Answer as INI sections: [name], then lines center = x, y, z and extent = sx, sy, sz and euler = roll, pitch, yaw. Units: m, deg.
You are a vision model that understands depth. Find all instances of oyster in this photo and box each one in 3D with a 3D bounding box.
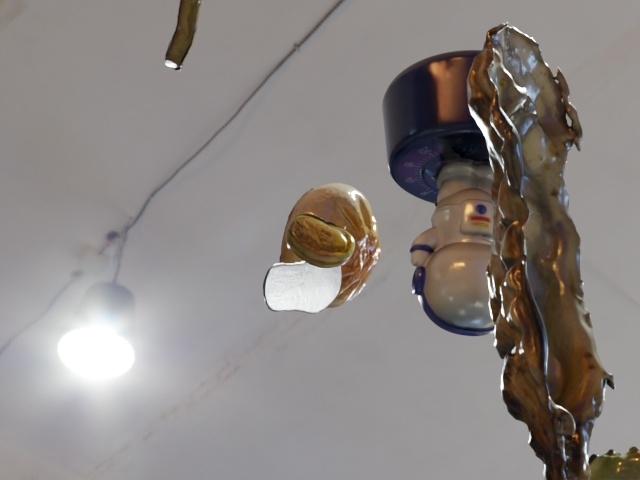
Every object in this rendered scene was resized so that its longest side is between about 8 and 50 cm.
[oyster]
center = 0.143, 0.003, 0.587
extent = 0.078, 0.345, 0.128
euler = -12, -22, 30

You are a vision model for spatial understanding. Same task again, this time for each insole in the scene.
[insole]
center = -0.025, 0.077, 1.493
extent = 0.007, 0.328, 0.111
euler = 0, -89, 24

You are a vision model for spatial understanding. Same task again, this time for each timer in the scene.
[timer]
center = 0.211, -0.047, 1.219
extent = 0.270, 0.384, 0.270
euler = 6, -25, 3

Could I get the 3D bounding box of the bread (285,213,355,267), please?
[bread]
center = 0.000, 0.000, 1.270
extent = 0.110, 0.110, 0.024
euler = 11, -51, -9

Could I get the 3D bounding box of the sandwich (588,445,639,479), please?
[sandwich]
center = 0.282, 0.291, 0.598
extent = 0.155, 0.198, 0.227
euler = -42, -66, -15

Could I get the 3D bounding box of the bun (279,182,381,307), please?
[bun]
center = 0.050, 0.019, 1.951
extent = 0.164, 0.299, 0.299
euler = 14, -38, 32

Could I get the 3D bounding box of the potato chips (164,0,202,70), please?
[potato chips]
center = -0.137, -0.228, 0.867
extent = 0.026, 0.037, 0.204
euler = 16, -23, -12
